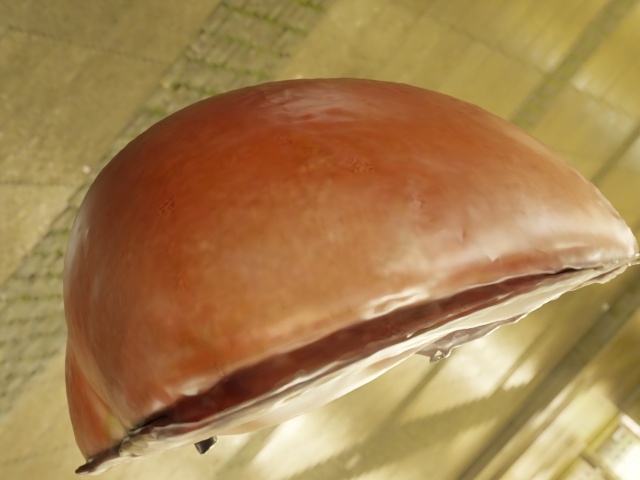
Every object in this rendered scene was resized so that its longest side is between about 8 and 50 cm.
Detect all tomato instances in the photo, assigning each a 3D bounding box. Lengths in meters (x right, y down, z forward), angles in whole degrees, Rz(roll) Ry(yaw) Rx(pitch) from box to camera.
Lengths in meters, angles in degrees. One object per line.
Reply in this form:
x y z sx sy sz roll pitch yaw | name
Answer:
0.000 0.000 0.520 0.199 0.112 0.228 -17 173 -27 | tomato
